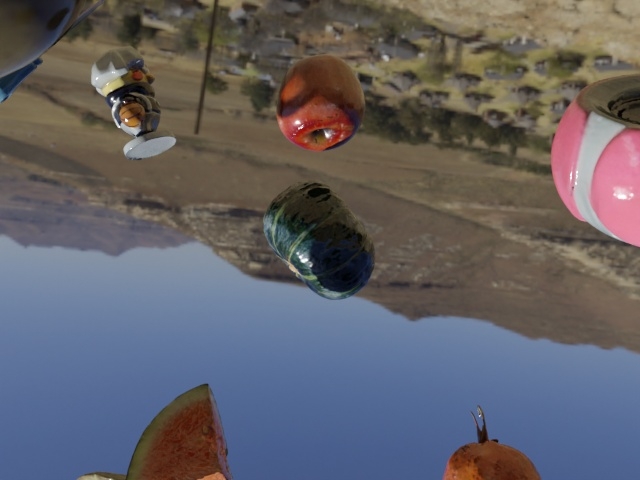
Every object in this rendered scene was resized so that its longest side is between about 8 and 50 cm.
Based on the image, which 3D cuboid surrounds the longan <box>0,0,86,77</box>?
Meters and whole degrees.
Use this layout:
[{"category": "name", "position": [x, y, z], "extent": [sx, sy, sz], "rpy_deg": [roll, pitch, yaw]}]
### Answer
[{"category": "longan", "position": [-0.432, -0.332, 0.783], "extent": [0.361, 0.360, 0.361], "rpy_deg": [6, 180, 0]}]

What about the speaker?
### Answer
[{"category": "speaker", "position": [0.489, -0.119, 1.049], "extent": [0.295, 0.294, 0.294], "rpy_deg": [6, 180, 0]}]

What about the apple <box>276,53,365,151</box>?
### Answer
[{"category": "apple", "position": [-0.002, -0.269, 1.435], "extent": [0.181, 0.168, 0.181], "rpy_deg": [-10, 161, -4]}]

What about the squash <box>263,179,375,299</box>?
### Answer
[{"category": "squash", "position": [0.000, 0.000, 1.462], "extent": [0.252, 0.165, 0.252], "rpy_deg": [45, 170, 10]}]

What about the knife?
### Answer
[{"category": "knife", "position": [-0.430, -0.303, 1.155], "extent": [0.032, 0.244, 0.058], "rpy_deg": [49, -178, -12]}]

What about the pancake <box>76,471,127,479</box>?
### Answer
[{"category": "pancake", "position": [-0.314, 0.464, 1.246], "extent": [0.242, 0.241, 0.050], "rpy_deg": [5, -148, 15]}]

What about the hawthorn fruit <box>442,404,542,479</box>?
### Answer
[{"category": "hawthorn fruit", "position": [0.316, 0.456, 1.352], "extent": [0.212, 0.298, 0.211], "rpy_deg": [-2, 167, 0]}]

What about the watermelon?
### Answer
[{"category": "watermelon", "position": [-0.191, 0.304, 1.068], "extent": [0.193, 0.145, 0.137], "rpy_deg": [19, 131, -42]}]

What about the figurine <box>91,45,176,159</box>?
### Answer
[{"category": "figurine", "position": [-0.420, -0.312, 1.624], "extent": [0.133, 0.236, 0.176], "rpy_deg": [-21, 172, -6]}]

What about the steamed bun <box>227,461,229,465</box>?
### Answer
[{"category": "steamed bun", "position": [-0.278, 0.494, 1.583], "extent": [0.170, 0.238, 0.152], "rpy_deg": [-5, 140, -16]}]
